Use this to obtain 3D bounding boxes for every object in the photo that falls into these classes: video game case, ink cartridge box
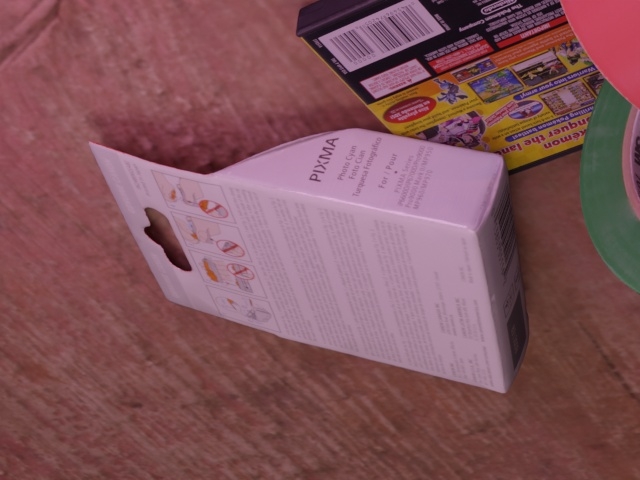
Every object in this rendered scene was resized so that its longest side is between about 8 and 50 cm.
[{"bbox_3d":[0.161,-0.158,1.436,0.275,0.035,0.248,-20,135,30],"label":"video game case"},{"bbox_3d":[0.000,0.000,1.639,0.385,0.091,0.308,14,152,20],"label":"ink cartridge box"}]

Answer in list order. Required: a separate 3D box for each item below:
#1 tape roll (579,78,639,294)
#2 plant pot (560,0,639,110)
[{"bbox_3d":[0.342,-0.082,1.253,0.321,0.321,0.077,-26,137,36],"label":"tape roll"},{"bbox_3d":[0.303,-0.209,1.123,0.275,0.275,0.243,28,138,-25],"label":"plant pot"}]
